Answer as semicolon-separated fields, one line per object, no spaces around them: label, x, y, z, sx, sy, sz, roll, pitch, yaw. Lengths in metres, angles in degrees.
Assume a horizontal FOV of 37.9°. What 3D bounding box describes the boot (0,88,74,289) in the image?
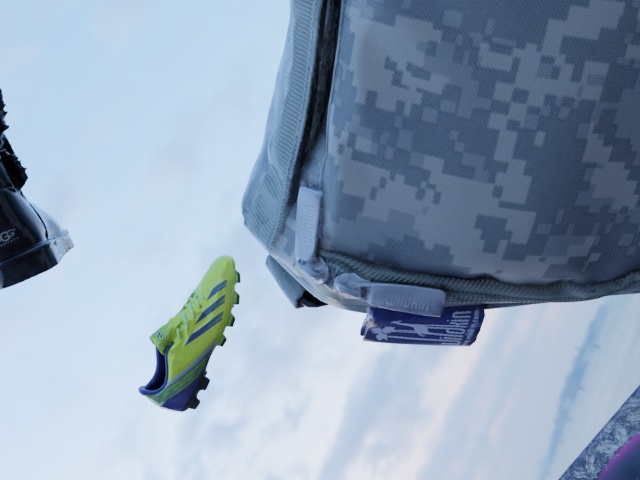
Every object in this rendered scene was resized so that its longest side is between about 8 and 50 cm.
boot;-0.333;-0.066;0.944;0.246;0.094;0.207;-163;52;-75

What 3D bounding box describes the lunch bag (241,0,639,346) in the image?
lunch bag;0.098;-0.125;0.387;0.256;0.212;0.305;-9;-58;-29

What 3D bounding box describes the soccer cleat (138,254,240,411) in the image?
soccer cleat;-0.226;0.155;1.603;0.289;0.121;0.093;-69;17;2

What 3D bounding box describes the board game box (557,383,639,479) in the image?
board game box;0.344;0.274;0.756;0.232;0.291;0.141;-46;-38;-12
